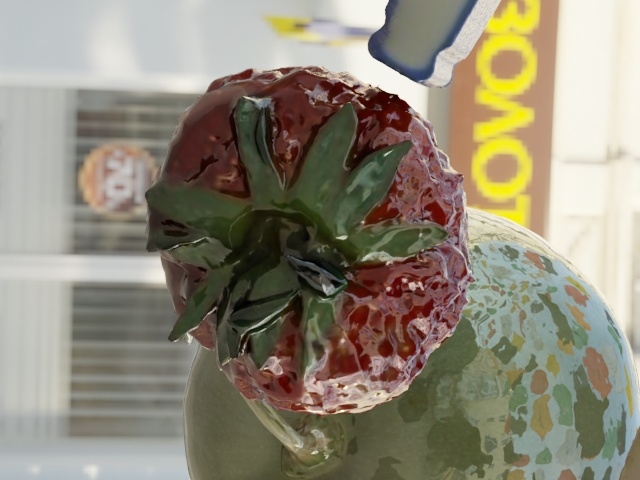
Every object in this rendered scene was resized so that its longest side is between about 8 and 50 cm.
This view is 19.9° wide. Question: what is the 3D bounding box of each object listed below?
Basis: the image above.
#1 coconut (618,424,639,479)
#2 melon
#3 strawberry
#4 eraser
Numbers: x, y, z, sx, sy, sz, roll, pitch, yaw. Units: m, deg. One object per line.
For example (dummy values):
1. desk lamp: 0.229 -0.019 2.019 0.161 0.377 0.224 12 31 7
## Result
1. coconut: 0.184 0.107 0.593 0.161 0.162 0.161 -36 -136 45
2. melon: 0.058 0.102 1.028 0.308 0.272 0.272 -38 141 -52
3. strawberry: 0.005 0.001 0.675 0.148 0.131 0.131 7 83 -57
4. eraser: 0.045 -0.085 0.635 0.063 0.027 0.085 -61 175 6
